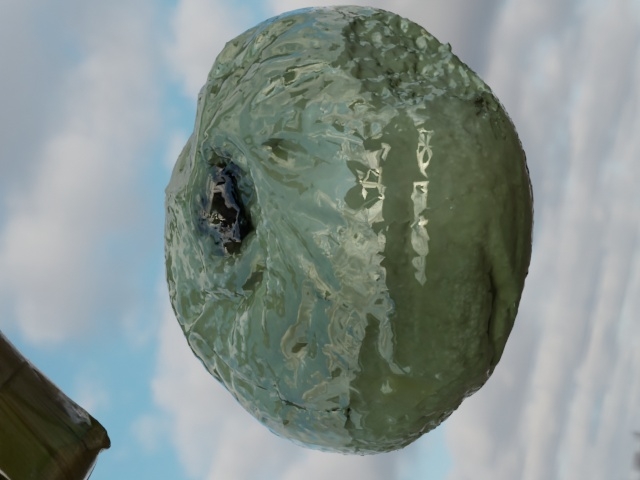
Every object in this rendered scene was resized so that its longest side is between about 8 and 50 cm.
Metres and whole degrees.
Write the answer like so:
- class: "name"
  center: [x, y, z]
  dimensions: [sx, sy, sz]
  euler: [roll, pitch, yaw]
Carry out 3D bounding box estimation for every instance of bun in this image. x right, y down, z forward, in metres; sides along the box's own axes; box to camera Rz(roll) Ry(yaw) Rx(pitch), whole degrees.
- class: "bun"
  center: [-0.001, 0.003, 0.737]
  dimensions: [0.108, 0.221, 0.221]
  euler: [-22, -54, -43]

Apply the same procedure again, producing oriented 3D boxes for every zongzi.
- class: "zongzi"
  center: [-0.292, 0.140, 1.229]
  dimensions: [0.123, 0.260, 0.289]
  euler: [-42, -7, -24]
